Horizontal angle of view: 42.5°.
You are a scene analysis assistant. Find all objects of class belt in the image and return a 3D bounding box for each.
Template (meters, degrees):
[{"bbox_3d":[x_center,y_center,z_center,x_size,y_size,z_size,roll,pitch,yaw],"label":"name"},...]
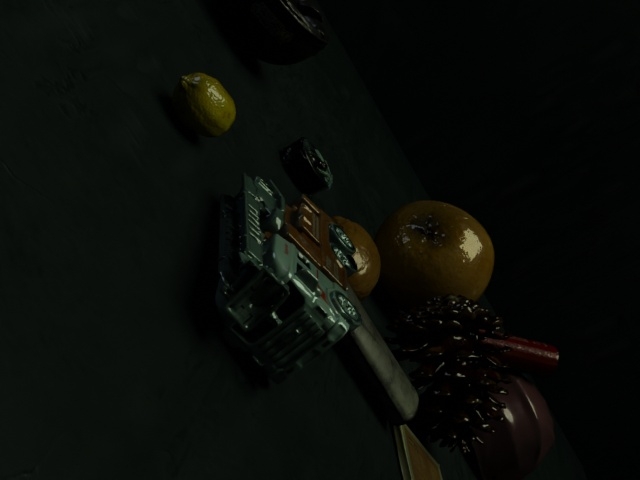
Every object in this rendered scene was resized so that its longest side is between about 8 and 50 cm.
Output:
[{"bbox_3d":[-0.023,-0.143,1.618,0.140,0.058,0.105,32,36,-64],"label":"belt"}]

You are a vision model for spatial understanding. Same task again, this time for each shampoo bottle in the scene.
[{"bbox_3d":[0.364,0.235,1.827,0.118,0.314,0.076,165,-61,-84],"label":"shampoo bottle"}]

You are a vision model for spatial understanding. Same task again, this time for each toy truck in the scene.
[{"bbox_3d":[-0.057,0.037,1.035,0.184,0.133,0.338,46,16,-18],"label":"toy truck"}]

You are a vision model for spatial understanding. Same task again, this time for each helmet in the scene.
[{"bbox_3d":[0.426,0.409,1.880,0.338,0.197,0.271,32,30,-61],"label":"helmet"},{"bbox_3d":[-0.117,-0.469,1.697,0.279,0.160,0.230,39,22,-22],"label":"helmet"}]

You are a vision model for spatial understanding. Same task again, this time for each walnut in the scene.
[{"bbox_3d":[0.065,0.032,1.541,0.167,0.087,0.211,59,14,-24],"label":"walnut"}]

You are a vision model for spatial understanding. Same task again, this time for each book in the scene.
[{"bbox_3d":[0.177,0.425,1.337,0.170,0.018,0.241,53,17,-35],"label":"book"}]

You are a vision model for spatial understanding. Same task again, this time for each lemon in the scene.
[{"bbox_3d":[-0.168,-0.193,1.166,0.111,0.082,0.082,40,26,-47],"label":"lemon"}]

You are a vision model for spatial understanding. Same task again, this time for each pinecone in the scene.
[{"bbox_3d":[0.234,0.243,1.503,0.246,0.246,0.292,24,60,-67],"label":"pinecone"}]

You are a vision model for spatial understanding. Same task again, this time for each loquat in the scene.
[{"bbox_3d":[0.240,0.038,1.770,0.263,0.263,0.263,55,16,-24],"label":"loquat"}]

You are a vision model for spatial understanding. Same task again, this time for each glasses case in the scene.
[{"bbox_3d":[0.064,0.161,1.348,0.299,0.060,0.114,58,15,-14],"label":"glasses case"}]
